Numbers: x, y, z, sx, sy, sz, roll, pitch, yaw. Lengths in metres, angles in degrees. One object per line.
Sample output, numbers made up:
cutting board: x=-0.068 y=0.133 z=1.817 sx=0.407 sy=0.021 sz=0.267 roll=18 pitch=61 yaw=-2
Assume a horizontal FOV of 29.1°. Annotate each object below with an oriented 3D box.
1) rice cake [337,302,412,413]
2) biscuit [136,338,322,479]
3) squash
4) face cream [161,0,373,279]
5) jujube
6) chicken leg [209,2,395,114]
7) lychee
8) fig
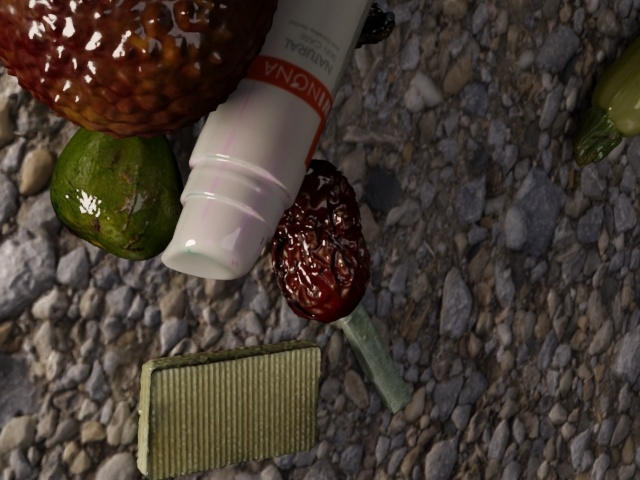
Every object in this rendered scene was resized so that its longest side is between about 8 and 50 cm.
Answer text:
rice cake: x=0.055 y=0.122 z=1.353 sx=0.033 sy=0.029 sz=0.171 roll=-38 pitch=120 yaw=-18
biscuit: x=-0.091 y=0.169 z=1.255 sx=0.199 sy=0.040 sz=0.121 roll=-4 pitch=105 yaw=-33
squash: x=0.406 y=-0.198 z=1.470 sx=0.287 sy=0.137 sz=0.137 roll=-37 pitch=119 yaw=-21
face cream: x=-0.041 y=-0.125 z=1.102 sx=0.102 sy=0.102 sz=0.346 roll=35 pitch=65 yaw=-35
jujube: x=0.003 y=-0.001 z=1.248 sx=0.104 sy=0.104 sz=0.166 roll=-9 pitch=104 yaw=-33
chicken leg: x=-0.023 y=-0.169 z=1.222 sx=0.253 sy=0.051 sz=0.106 roll=-43 pitch=127 yaw=-21
lychee: x=-0.159 y=-0.205 z=0.987 sx=0.260 sy=0.260 sz=0.261 roll=-8 pitch=105 yaw=-33
fig: x=-0.170 y=-0.065 z=1.103 sx=0.123 sy=0.123 sz=0.156 roll=36 pitch=70 yaw=-35
